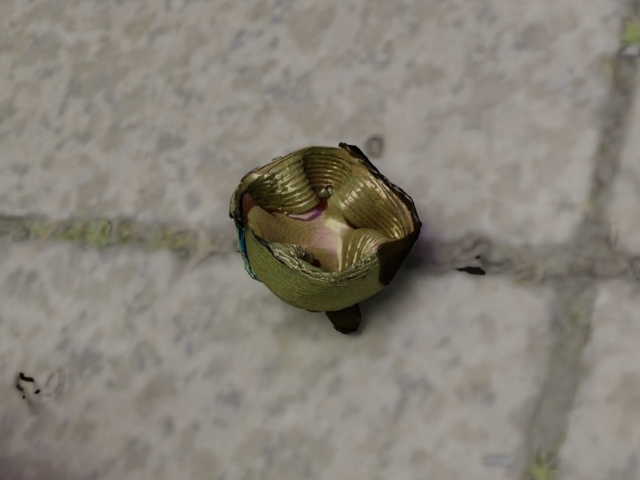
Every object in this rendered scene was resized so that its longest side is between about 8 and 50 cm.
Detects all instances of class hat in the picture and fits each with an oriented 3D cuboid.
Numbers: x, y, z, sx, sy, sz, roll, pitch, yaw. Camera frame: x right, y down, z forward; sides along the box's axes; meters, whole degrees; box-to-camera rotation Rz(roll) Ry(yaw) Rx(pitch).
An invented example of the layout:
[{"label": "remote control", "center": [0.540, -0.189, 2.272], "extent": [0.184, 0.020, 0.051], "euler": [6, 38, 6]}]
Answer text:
[{"label": "hat", "center": [0.001, 0.000, 0.746], "extent": [0.076, 0.059, 0.077], "euler": [-28, 59, -27]}]
